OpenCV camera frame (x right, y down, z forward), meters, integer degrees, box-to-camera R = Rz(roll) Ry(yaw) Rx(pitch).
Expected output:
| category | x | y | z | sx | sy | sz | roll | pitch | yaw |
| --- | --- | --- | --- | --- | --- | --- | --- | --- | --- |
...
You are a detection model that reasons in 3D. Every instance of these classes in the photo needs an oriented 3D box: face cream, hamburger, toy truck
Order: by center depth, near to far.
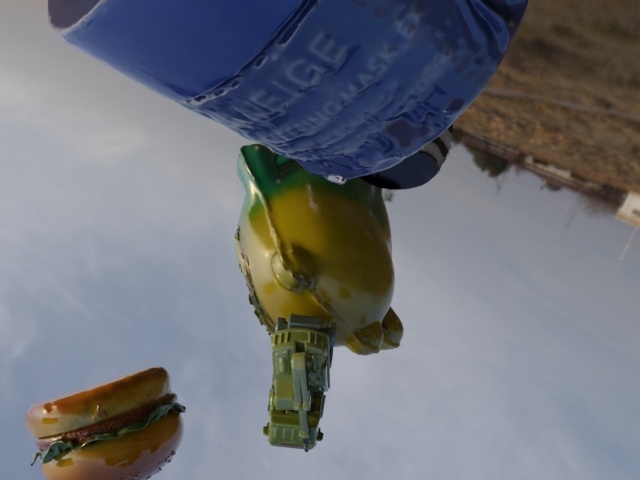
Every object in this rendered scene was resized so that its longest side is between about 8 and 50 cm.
| category | x | y | z | sx | sy | sz | roll | pitch | yaw |
| --- | --- | --- | --- | --- | --- | --- | --- | --- | --- |
| face cream | -0.016 | -0.187 | 0.457 | 0.225 | 0.249 | 0.249 | 23 | -170 | -34 |
| toy truck | -0.026 | 0.171 | 0.823 | 0.077 | 0.169 | 0.100 | 7 | -149 | -1 |
| hamburger | -0.322 | 0.300 | 1.091 | 0.246 | 0.170 | 0.246 | -17 | 178 | -1 |

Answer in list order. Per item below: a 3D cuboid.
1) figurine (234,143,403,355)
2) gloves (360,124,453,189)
| category | x | y | z | sx | sy | sz | roll | pitch | yaw |
| --- | --- | --- | --- | --- | --- | --- | --- | --- | --- |
| figurine | 0.000 | 0.000 | 0.989 | 0.323 | 0.231 | 0.340 | 45 | -161 | -30 |
| gloves | 0.091 | -0.177 | 0.834 | 0.140 | 0.219 | 0.131 | -17 | 140 | 38 |
